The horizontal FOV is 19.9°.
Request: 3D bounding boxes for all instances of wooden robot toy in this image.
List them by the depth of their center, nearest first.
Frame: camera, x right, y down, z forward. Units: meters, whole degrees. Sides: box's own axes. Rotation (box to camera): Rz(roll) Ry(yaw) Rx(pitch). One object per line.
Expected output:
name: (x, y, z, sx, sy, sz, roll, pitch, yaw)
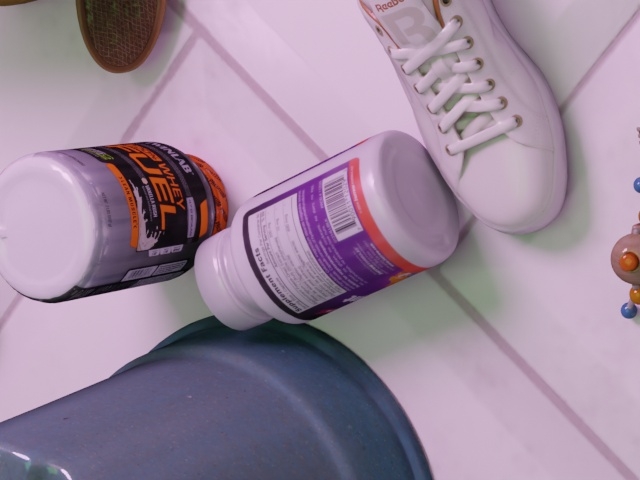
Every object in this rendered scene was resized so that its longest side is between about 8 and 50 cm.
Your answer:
wooden robot toy: (0.236, 0.004, 1.261, 0.076, 0.079, 0.173, 10, 101, 31)

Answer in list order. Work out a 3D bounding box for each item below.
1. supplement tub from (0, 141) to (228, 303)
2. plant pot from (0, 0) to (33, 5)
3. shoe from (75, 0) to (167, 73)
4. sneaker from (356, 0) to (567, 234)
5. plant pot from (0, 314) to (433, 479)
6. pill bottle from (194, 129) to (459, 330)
supplement tub: (-0.163, -0.018, 1.444, 0.117, 0.190, 0.117, 5, 99, 31)
plant pot: (-0.289, -0.290, 1.449, 0.187, 0.212, 0.212, 15, 104, 50)
shoe: (-0.161, -0.248, 1.502, 0.076, 0.058, 0.219, 2, 103, 1)
sneaker: (0.082, -0.134, 1.317, 0.106, 0.123, 0.290, -26, 83, 30)
plant pot: (-0.135, 0.242, 1.374, 0.341, 0.334, 0.341, 4, 97, 31)
pill bottle: (0.000, 0.000, 1.392, 0.193, 0.108, 0.108, -25, 82, 32)
